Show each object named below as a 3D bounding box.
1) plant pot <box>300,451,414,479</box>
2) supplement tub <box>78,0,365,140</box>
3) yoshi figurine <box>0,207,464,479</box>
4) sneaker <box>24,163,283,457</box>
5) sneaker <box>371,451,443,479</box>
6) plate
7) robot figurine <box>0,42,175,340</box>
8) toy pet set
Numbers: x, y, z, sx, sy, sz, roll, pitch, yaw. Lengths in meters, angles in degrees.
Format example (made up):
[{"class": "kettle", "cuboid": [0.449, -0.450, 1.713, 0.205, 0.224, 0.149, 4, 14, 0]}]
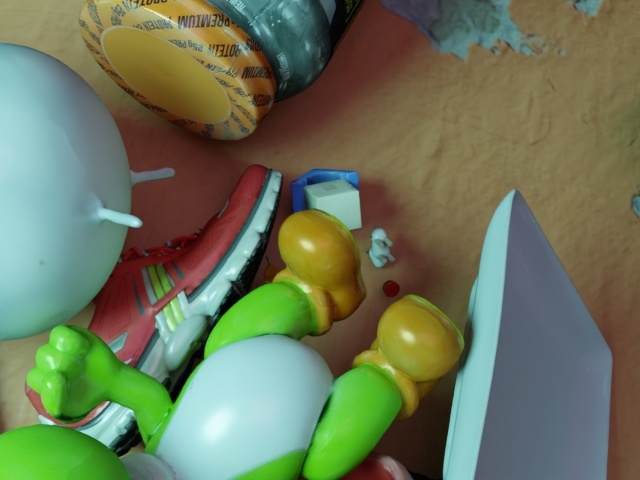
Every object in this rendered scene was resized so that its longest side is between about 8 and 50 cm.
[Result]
[{"class": "plant pot", "cuboid": [0.024, 0.322, 0.558, 0.275, 0.275, 0.243, -42, 97, -21]}, {"class": "supplement tub", "cuboid": [-0.044, -0.266, 0.718, 0.207, 0.207, 0.338, 31, 69, -5]}, {"class": "yoshi figurine", "cuboid": [-0.083, 0.127, 0.531, 0.362, 0.204, 0.203, -39, 109, -21]}, {"class": "sneaker", "cuboid": [-0.128, 0.033, 0.671, 0.118, 0.107, 0.279, 33, 67, 4]}, {"class": "sneaker", "cuboid": [0.103, 0.219, 0.709, 0.089, 0.051, 0.170, -41, 93, -21]}, {"class": "plate", "cuboid": [0.165, 0.148, 0.657, 0.277, 0.045, 0.278, 49, 46, -42]}, {"class": "robot figurine", "cuboid": [-0.285, -0.033, 0.569, 0.354, 0.199, 0.300, 1, 32, 0]}, {"class": "toy pet set", "cuboid": [0.000, 0.000, 0.748, 0.122, 0.065, 0.114, -11, 113, -15]}]
